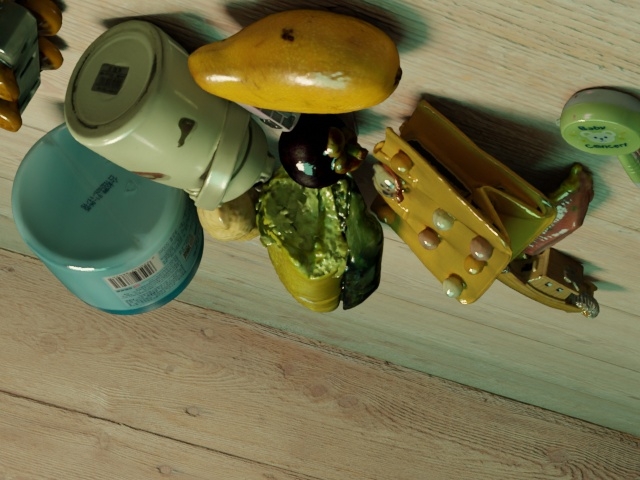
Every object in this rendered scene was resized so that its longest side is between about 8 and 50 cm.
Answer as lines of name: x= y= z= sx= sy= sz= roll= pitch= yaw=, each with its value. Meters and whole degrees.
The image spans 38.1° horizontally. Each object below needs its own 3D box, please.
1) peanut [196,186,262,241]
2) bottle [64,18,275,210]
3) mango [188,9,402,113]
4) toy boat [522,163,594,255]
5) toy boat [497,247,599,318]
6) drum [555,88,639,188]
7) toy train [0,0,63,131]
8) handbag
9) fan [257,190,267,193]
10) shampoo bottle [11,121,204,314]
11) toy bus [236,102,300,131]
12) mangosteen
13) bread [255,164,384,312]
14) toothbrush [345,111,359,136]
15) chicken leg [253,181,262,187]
peanut: x=-0.163 y=-0.061 z=1.742 sx=0.111 sy=0.125 sz=0.274 roll=-8 pitch=178 yaw=4
bottle: x=-0.208 y=-0.172 z=1.478 sx=0.229 sy=0.229 sz=0.351 roll=4 pitch=161 yaw=35
mango: x=-0.031 y=-0.241 z=1.251 sx=0.295 sy=0.120 sz=0.177 roll=9 pitch=171 yaw=27
toy boat: x=0.384 y=-0.039 z=1.589 sx=0.141 sy=0.099 sz=0.318 roll=-24 pitch=172 yaw=-15
toy boat: x=0.457 y=0.071 z=1.895 sx=0.321 sy=0.089 sz=0.121 roll=26 pitch=155 yaw=-28
drum: x=0.435 y=-0.134 z=1.289 sx=0.253 sy=0.049 sz=0.130 roll=26 pitch=161 yaw=-33
toy train: x=-0.540 y=-0.304 z=1.453 sx=0.231 sy=0.163 sz=0.369 roll=27 pitch=163 yaw=-9
handbag: x=0.201 y=-0.049 z=1.521 sx=0.283 sy=0.133 sz=0.401 roll=45 pitch=168 yaw=10
fan: x=-0.148 y=-0.093 z=1.909 sx=0.226 sy=0.008 sz=0.152 roll=2 pitch=177 yaw=-25
shampoo bottle: x=-0.419 y=-0.044 z=1.885 sx=0.331 sy=0.331 sz=0.343 roll=14 pitch=163 yaw=4
toy bus: x=-0.085 y=-0.211 z=1.423 sx=0.037 sy=0.052 sz=0.130 roll=13 pitch=169 yaw=43
mangosteen: x=0.008 y=-0.146 z=1.498 sx=0.151 sy=0.137 sz=0.137 roll=6 pitch=161 yaw=33
bread: x=0.000 y=0.000 z=1.779 sx=0.208 sy=0.251 sz=0.376 roll=-23 pitch=163 yaw=-2
toothbrush: x=0.045 y=-0.207 z=1.471 sx=0.014 sy=0.017 sz=0.194 roll=18 pitch=167 yaw=13
chicken leg: x=-0.152 y=-0.148 z=1.797 sx=0.106 sy=0.051 sz=0.253 roll=23 pitch=161 yaw=-11
